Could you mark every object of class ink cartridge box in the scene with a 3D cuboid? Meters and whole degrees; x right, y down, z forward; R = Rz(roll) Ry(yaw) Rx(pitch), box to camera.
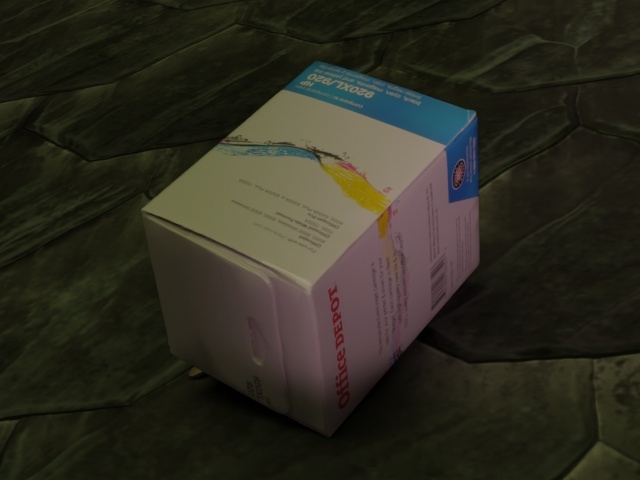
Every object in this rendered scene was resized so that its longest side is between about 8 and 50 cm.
[{"bbox_3d":[0.000,0.000,1.005,0.168,0.171,0.232,23,50,29],"label":"ink cartridge box"}]

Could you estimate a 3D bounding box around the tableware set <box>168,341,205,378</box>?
[{"bbox_3d":[-0.033,0.064,1.101,0.128,0.039,0.194,18,48,28],"label":"tableware set"}]
